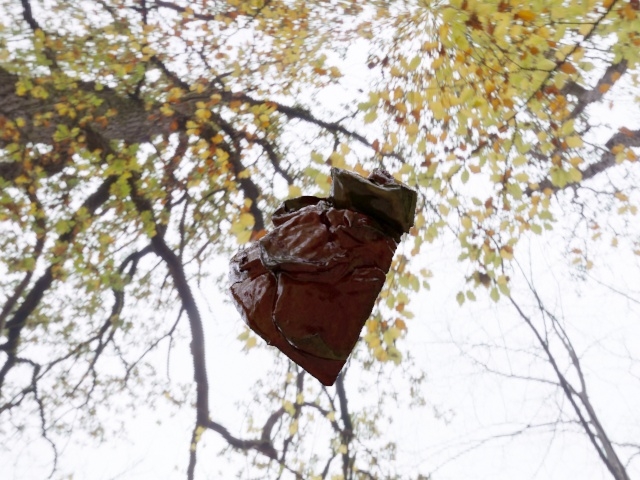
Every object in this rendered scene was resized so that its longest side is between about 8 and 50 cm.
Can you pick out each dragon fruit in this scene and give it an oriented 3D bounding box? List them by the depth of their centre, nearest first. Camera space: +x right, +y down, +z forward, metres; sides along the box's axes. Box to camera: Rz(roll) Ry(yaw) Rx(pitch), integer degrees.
[{"bbox_3d":[0.000,0.000,0.798,0.152,0.317,0.205,30,-84,-1],"label":"dragon fruit"}]
